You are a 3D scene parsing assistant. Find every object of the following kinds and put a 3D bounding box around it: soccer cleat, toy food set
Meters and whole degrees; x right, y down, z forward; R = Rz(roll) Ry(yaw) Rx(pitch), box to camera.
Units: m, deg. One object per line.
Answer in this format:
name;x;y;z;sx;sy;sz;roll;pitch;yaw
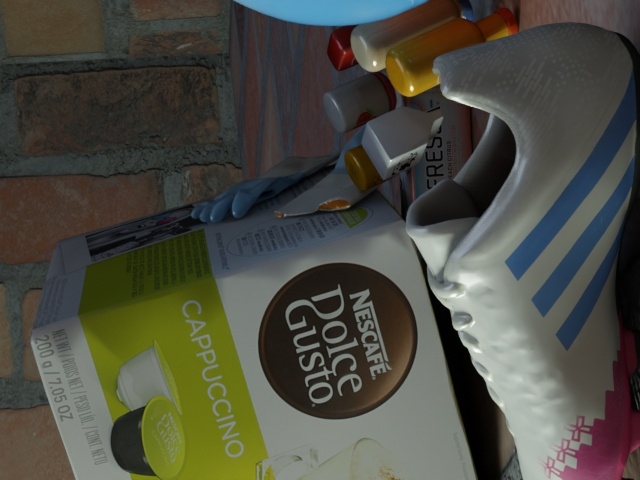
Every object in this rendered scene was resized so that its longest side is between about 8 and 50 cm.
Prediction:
soccer cleat;0.120;0.031;0.794;0.116;0.143;0.331;-112;19;-67
toy food set;0.076;-0.134;1.091;0.111;0.104;0.232;59;164;17

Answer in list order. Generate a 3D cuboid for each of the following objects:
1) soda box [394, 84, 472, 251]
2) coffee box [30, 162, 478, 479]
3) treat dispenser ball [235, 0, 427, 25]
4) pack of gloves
soda box;0.103;-0.083;1.191;0.063;0.058;0.183;-153;59;-81
coffee box;-0.057;0.146;1.264;0.338;0.334;0.337;-122;16;-76
treat dispenser ball;0.009;-0.294;0.914;0.288;0.288;0.288;176;90;-83
pack of gloves;-0.009;-0.077;1.291;0.232;0.195;0.046;-36;-64;-56
